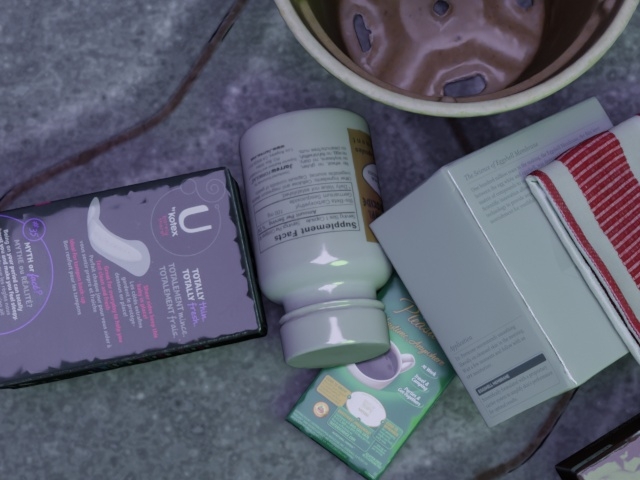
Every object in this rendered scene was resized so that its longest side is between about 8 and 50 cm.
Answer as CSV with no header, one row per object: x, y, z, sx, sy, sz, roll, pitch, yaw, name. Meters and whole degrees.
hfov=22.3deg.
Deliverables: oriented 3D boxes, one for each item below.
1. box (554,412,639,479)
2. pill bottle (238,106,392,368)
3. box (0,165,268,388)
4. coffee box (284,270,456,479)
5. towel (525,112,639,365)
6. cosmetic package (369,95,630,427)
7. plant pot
0.350,0.255,1.515,0.168,0.167,0.203,-31,84,-2,box
0.000,0.000,1.555,0.131,0.131,0.229,-9,74,1,pill bottle
-0.199,0.040,1.566,0.270,0.143,0.165,-11,85,1,box
0.064,0.135,1.600,0.113,0.040,0.184,35,86,6,coffee box
0.358,-0.019,1.518,0.329,0.037,0.237,-26,81,-39,towel
0.207,0.017,1.513,0.224,0.138,0.224,-25,83,-38,cosmetic package
0.117,-0.249,1.509,0.334,0.305,0.333,0,83,1,plant pot
